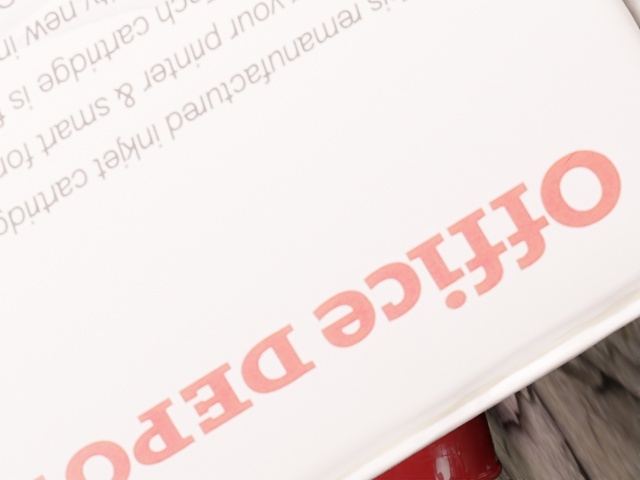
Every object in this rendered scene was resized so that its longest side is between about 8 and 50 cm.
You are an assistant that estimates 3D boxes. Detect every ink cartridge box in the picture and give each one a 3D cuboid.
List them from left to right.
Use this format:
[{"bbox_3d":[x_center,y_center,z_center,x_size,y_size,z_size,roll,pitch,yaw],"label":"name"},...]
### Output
[{"bbox_3d":[-0.058,-0.065,0.426,0.272,0.197,0.114,59,177,0],"label":"ink cartridge box"}]

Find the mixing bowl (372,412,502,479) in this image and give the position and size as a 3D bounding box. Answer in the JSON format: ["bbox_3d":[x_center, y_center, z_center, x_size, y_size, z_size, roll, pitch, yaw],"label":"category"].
[{"bbox_3d":[0.016,0.087,1.009,0.181,0.181,0.098,-147,57,-79],"label":"mixing bowl"}]
